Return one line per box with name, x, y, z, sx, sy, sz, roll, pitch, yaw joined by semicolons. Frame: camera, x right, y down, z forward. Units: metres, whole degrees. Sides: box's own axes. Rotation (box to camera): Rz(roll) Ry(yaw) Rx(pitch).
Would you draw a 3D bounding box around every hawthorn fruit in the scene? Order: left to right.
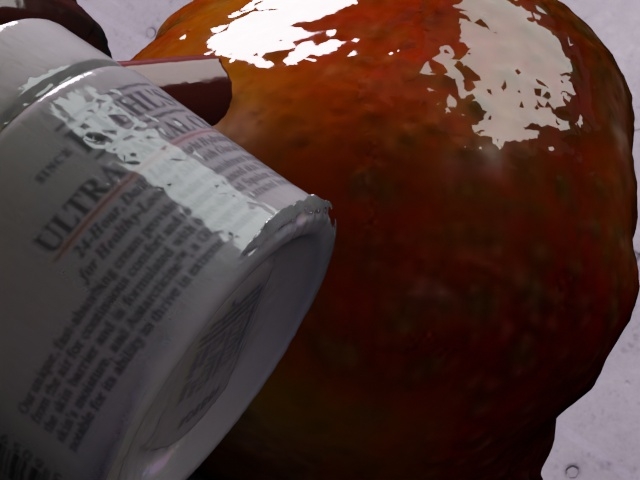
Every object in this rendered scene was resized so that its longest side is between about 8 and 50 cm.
hawthorn fruit;0.000;0.000;0.993;0.403;0.403;0.403;33;-1;1

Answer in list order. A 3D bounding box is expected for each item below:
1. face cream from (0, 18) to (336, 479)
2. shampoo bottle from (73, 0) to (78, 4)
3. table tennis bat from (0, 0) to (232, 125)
face cream;-0.101;0.019;0.635;0.153;0.177;0.177;33;-1;11
shampoo bottle;-0.197;-0.098;0.890;0.350;0.126;0.084;150;-73;-78
table tennis bat;-0.171;-0.061;0.719;0.310;0.200;0.038;-11;68;-43
